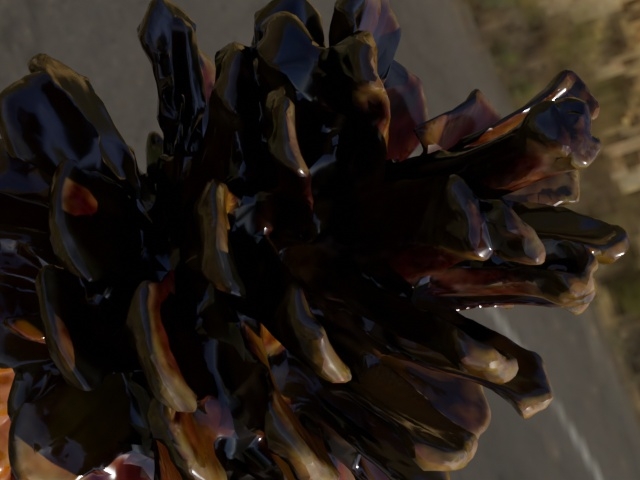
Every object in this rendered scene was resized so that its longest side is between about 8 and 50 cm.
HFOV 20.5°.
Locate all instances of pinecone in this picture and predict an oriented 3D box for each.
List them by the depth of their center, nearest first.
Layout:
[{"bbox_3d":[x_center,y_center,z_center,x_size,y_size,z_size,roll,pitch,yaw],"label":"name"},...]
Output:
[{"bbox_3d":[0.000,0.000,1.022,0.384,0.384,0.384,-18,90,-80],"label":"pinecone"}]

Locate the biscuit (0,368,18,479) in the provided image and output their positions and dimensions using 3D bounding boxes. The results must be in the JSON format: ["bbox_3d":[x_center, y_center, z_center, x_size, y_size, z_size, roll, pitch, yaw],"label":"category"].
[{"bbox_3d":[-0.180,0.120,1.382,0.312,0.318,0.110,54,-8,-32],"label":"biscuit"}]
